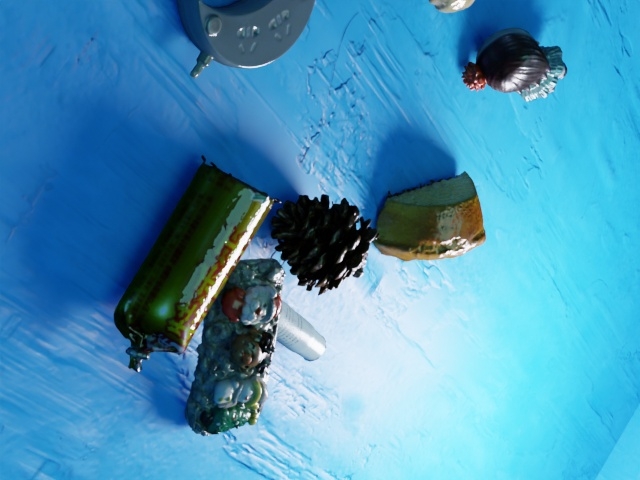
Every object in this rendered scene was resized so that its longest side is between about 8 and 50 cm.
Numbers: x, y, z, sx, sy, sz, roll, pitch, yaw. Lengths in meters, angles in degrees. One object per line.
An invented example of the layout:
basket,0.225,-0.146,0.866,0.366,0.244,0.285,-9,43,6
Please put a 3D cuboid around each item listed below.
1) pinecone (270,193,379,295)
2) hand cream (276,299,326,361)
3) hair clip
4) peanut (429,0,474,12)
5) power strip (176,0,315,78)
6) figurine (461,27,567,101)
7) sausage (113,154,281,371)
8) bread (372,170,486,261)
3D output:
pinecone,0.000,0.000,1.605,0.173,0.173,0.174,-24,125,-38
hand cream,-0.090,0.109,1.625,0.085,0.058,0.331,-52,139,-4
hair clip,-0.123,0.181,1.556,0.138,0.091,0.321,-5,121,-28
peanut,0.188,-0.499,1.569,0.130,0.130,0.290,-25,120,-38
power strip,-0.097,-0.319,1.406,0.253,0.054,0.167,-44,135,-24
figurine,0.370,-0.314,1.878,0.245,0.110,0.138,3,130,-53
sausage,-0.192,0.040,1.436,0.125,0.117,0.317,36,81,-34
bread,0.224,-0.033,1.835,0.260,0.134,0.129,-21,122,-40
